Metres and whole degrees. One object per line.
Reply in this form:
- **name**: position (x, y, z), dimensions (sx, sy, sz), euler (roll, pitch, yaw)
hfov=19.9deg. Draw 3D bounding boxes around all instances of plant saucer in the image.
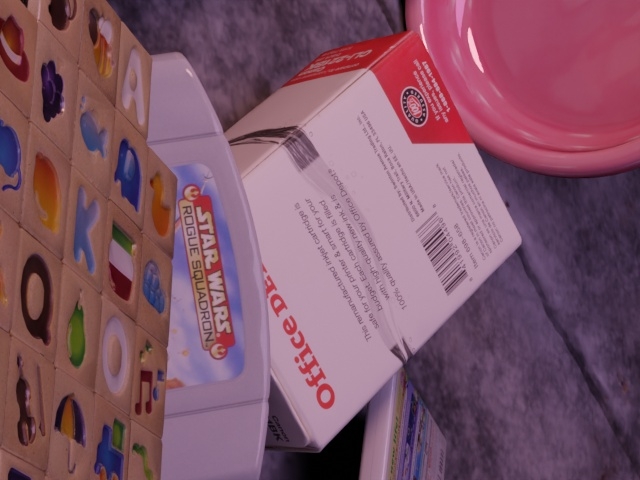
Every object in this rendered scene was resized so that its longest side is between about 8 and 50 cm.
- **plant saucer**: position (0.238, -0.215, 1.596), dimensions (0.084, 0.332, 0.332), euler (16, 67, -61)

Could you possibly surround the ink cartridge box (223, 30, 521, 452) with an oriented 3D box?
- **ink cartridge box**: position (0.000, 0.000, 1.359), dimensions (0.273, 0.114, 0.197), euler (-43, 113, -36)

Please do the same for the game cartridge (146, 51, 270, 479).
- **game cartridge**: position (-0.135, 0.032, 1.175), dimensions (0.062, 0.198, 0.297), euler (125, -45, -83)

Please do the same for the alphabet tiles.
- **alphabet tiles**: position (-0.133, 0.020, 0.996), dimensions (0.285, 0.011, 0.343), euler (51, 38, -66)

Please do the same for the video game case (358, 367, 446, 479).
- **video game case**: position (0.061, 0.222, 1.422), dimensions (0.193, 0.023, 0.212), euler (59, 35, -60)

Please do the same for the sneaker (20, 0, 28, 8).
- **sneaker**: position (-0.265, -0.179, 1.038), dimensions (0.130, 0.236, 0.323), euler (81, 13, -47)
